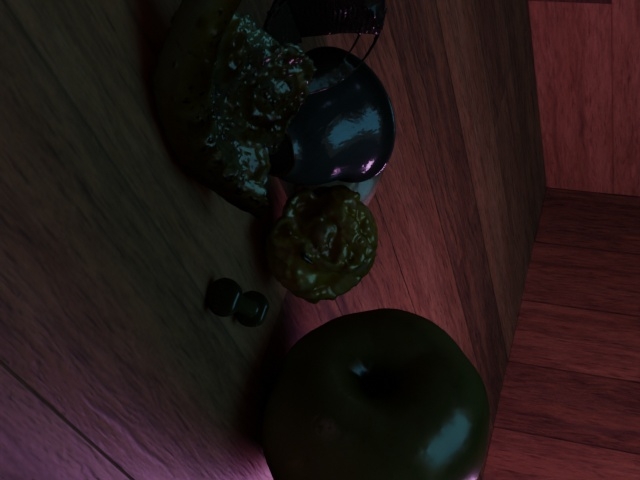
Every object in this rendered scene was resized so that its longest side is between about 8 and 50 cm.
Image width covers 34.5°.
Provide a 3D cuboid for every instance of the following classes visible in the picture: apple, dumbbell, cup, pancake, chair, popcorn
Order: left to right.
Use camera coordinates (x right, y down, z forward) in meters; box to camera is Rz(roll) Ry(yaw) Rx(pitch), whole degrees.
[{"bbox_3d":[-0.110,0.084,1.383,0.118,0.046,0.052,33,71,-67],"label":"dumbbell"},{"bbox_3d":[-0.088,-0.166,1.179,0.197,0.054,0.377,-25,141,-16],"label":"pancake"},{"bbox_3d":[-0.037,-0.252,1.236,0.174,0.213,0.149,67,30,-52],"label":"chair"},{"bbox_3d":[-0.019,-0.147,1.398,0.150,0.199,0.199,-32,129,-43],"label":"cup"},{"bbox_3d":[0.000,0.000,1.491,0.170,0.179,0.180,-127,-140,-76],"label":"popcorn"},{"bbox_3d":[0.083,0.290,1.568,0.357,0.357,0.358,7,90,-70],"label":"apple"}]

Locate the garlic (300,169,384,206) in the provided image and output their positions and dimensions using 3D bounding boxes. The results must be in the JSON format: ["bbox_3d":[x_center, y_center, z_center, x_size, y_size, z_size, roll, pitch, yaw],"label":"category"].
[{"bbox_3d":[0.022,-0.097,1.606,0.115,0.128,0.207,41,62,-40],"label":"garlic"}]
